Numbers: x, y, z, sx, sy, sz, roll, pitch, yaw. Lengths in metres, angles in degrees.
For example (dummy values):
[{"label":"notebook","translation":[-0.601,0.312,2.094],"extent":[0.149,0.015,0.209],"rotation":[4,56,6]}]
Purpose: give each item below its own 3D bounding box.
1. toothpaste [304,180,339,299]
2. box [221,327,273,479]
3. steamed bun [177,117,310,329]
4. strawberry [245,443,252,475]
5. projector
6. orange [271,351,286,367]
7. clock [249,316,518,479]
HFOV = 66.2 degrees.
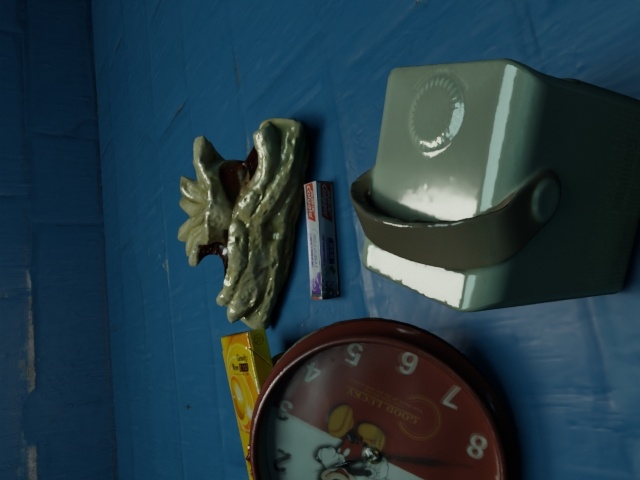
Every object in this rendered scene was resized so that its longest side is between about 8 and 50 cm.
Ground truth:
[{"label":"toothpaste","translation":[0.000,0.000,0.826],"extent":[0.047,0.040,0.196],"rotation":[-9,82,54]},{"label":"box","translation":[-0.112,0.294,0.862],"extent":[0.152,0.043,0.269],"rotation":[-26,76,57]},{"label":"steamed bun","translation":[-0.170,-0.054,0.960],"extent":[0.247,0.189,0.428],"rotation":[50,131,53]},{"label":"strawberry","translation":[0.004,0.297,0.727],"extent":[0.178,0.233,0.234],"rotation":[154,114,-84]},{"label":"projector","translation":[0.152,-0.046,0.419],"extent":[0.163,0.242,0.177],"rotation":[23,111,56]},{"label":"orange","translation":[-0.064,0.244,0.887],"extent":[0.083,0.083,0.084],"rotation":[1,91,56]},{"label":"clock","translation":[0.064,0.251,0.581],"extent":[0.318,0.080,0.319],"rotation":[0,90,15]}]
